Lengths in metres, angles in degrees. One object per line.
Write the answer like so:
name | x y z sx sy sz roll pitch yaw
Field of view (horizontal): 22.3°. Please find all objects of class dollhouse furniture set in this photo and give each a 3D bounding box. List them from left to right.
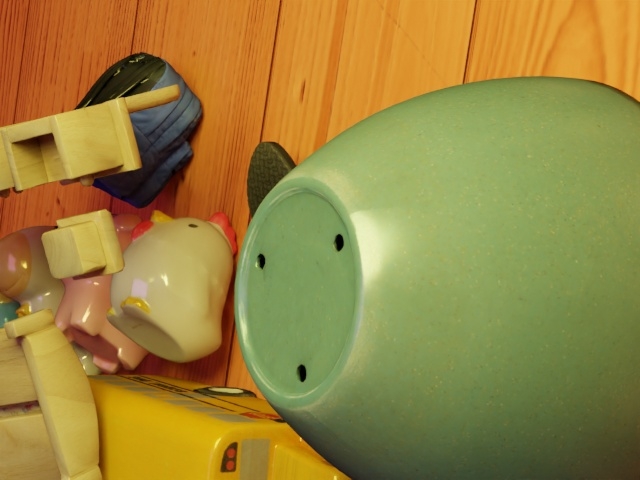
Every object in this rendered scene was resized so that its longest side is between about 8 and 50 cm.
dollhouse furniture set | -0.193 0.082 1.266 0.303 0.174 0.356 -10 97 39

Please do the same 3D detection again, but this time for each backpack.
backpack | -0.162 -0.097 1.409 0.120 0.101 0.098 -53 39 -10

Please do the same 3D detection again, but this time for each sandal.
sandal | 0.000 0.000 1.219 0.179 0.040 0.067 55 137 24

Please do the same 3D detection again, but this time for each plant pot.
plant pot | 0.064 0.036 0.975 0.290 0.195 0.290 -10 78 55

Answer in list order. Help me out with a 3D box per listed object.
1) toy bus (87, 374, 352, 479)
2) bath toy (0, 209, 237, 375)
toy bus | -0.078 0.173 1.222 0.332 0.130 0.108 7 92 56
bath toy | -0.187 0.036 1.414 0.348 0.151 0.129 -12 40 54
